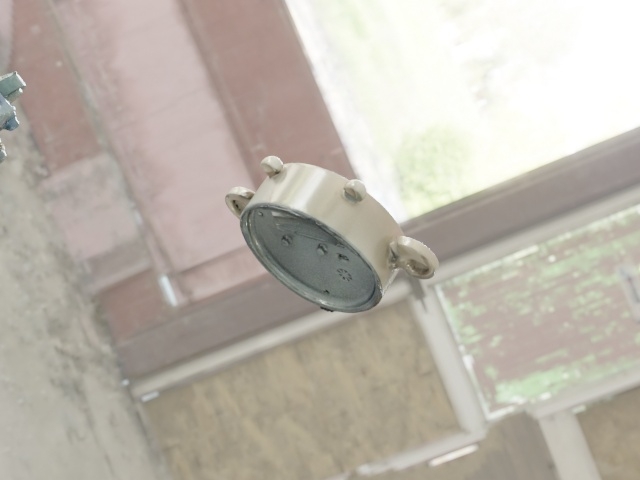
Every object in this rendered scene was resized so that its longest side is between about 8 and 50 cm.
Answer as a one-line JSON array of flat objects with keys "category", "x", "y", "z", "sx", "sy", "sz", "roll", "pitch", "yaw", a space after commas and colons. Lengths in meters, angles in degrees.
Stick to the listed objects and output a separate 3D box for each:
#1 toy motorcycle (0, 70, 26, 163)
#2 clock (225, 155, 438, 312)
[{"category": "toy motorcycle", "x": -0.551, "y": -0.146, "z": 1.823, "sx": 0.182, "sy": 0.241, "sz": 0.319, "roll": 30, "pitch": 15, "yaw": 0}, {"category": "clock", "x": 0.000, "y": 0.000, "z": 1.149, "sx": 0.063, "sy": 0.229, "sz": 0.155, "roll": -59, "pitch": 150, "yaw": -26}]
